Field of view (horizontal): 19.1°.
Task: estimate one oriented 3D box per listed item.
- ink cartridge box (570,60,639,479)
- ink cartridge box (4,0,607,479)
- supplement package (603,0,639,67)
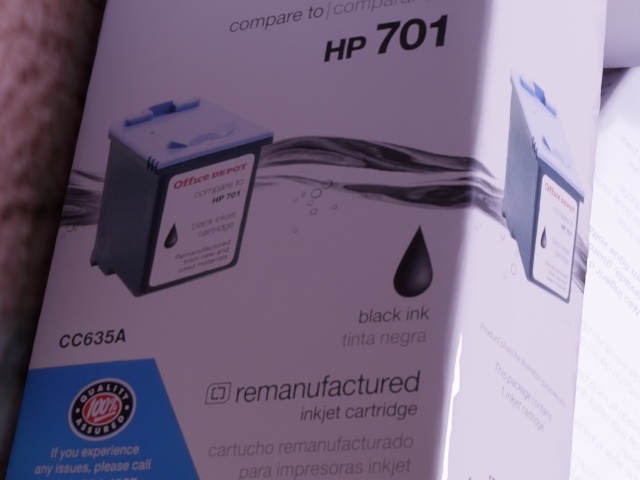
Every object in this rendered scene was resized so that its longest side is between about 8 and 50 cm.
[{"bbox_3d":[0.176,0.100,0.762,0.324,0.071,0.330,44,66,-15],"label":"ink cartridge box"},{"bbox_3d":[0.000,0.000,0.548,0.082,0.139,0.191,40,51,-51],"label":"ink cartridge box"},{"bbox_3d":[0.127,-0.215,0.661,0.199,0.198,0.263,112,-26,-76],"label":"supplement package"}]
